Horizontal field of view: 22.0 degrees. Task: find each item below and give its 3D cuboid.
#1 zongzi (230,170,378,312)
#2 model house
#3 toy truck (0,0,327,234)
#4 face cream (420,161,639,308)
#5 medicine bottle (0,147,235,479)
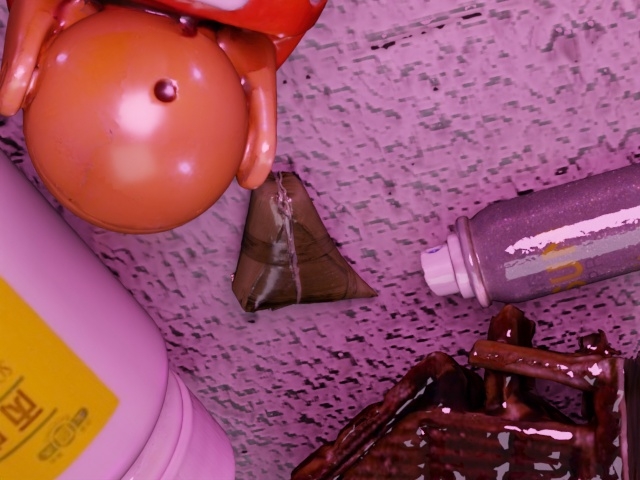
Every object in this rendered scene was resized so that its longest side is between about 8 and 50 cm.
[{"bbox_3d":[0.000,0.000,1.152,0.113,0.052,0.104,0,126,-22],"label":"zongzi"},{"bbox_3d":[0.107,0.196,1.246,0.283,0.317,0.297,-1,88,16],"label":"model house"},{"bbox_3d":[-0.077,-0.145,0.889,0.189,0.239,0.265,15,127,-17],"label":"toy truck"},{"bbox_3d":[0.209,-0.014,1.133,0.284,0.073,0.073,-16,130,9],"label":"face cream"},{"bbox_3d":[-0.231,0.076,1.089,0.213,0.213,0.378,-25,128,17],"label":"medicine bottle"}]
